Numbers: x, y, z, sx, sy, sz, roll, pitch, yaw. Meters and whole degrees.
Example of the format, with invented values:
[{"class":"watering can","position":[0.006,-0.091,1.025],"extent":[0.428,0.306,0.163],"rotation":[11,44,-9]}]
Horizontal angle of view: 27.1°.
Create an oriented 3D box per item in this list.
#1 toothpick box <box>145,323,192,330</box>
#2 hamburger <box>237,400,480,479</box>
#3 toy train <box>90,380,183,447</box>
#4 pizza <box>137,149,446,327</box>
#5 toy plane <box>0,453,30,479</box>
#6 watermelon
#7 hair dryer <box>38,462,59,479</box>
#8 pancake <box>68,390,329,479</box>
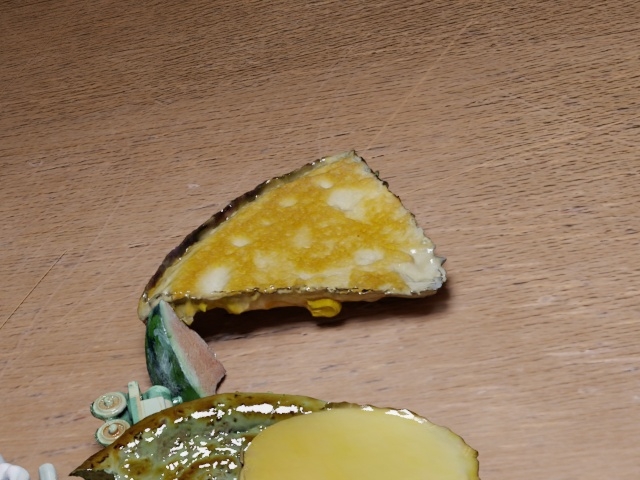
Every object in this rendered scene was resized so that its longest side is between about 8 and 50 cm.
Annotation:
[{"class":"toothpick box","position":[-0.218,0.128,1.923],"extent":[0.047,0.047,0.083],"rotation":[-32,39,-16]},{"class":"hamburger","position":[0.029,0.305,1.432],"extent":[0.261,0.186,0.302],"rotation":[-6,24,-25]},{"class":"toy train","position":[-0.228,0.260,1.733],"extent":[0.125,0.081,0.194],"rotation":[-13,36,-6]},{"class":"pizza","position":[-0.026,-0.008,1.966],"extent":[0.434,0.080,0.392],"rotation":[-2,35,9]},{"class":"toy plane","position":[-0.467,0.366,1.665],"extent":[0.266,0.123,0.267],"rotation":[-29,29,17]},{"class":"watermelon","position":[-0.200,0.160,1.822],"extent":[0.101,0.155,0.080],"rotation":[-19,18,40]},{"class":"hair dryer","position":[-0.342,0.328,1.726],"extent":[0.082,0.047,0.137],"rotation":[-24,29,-7]},{"class":"pancake","position":[-0.118,0.259,1.627],"extent":[0.376,0.054,0.197],"rotation":[-13,45,-13]}]
